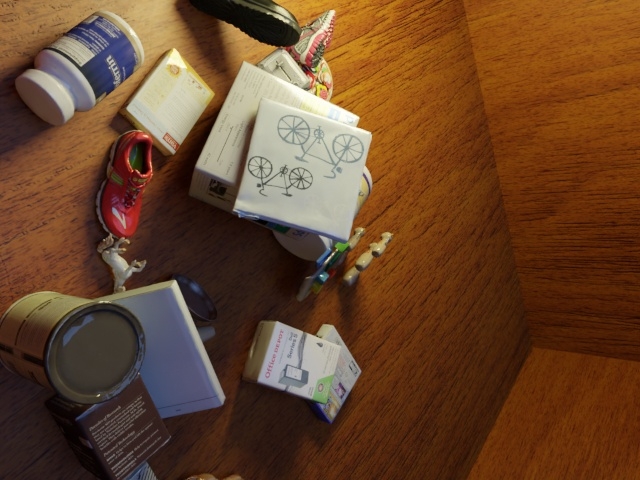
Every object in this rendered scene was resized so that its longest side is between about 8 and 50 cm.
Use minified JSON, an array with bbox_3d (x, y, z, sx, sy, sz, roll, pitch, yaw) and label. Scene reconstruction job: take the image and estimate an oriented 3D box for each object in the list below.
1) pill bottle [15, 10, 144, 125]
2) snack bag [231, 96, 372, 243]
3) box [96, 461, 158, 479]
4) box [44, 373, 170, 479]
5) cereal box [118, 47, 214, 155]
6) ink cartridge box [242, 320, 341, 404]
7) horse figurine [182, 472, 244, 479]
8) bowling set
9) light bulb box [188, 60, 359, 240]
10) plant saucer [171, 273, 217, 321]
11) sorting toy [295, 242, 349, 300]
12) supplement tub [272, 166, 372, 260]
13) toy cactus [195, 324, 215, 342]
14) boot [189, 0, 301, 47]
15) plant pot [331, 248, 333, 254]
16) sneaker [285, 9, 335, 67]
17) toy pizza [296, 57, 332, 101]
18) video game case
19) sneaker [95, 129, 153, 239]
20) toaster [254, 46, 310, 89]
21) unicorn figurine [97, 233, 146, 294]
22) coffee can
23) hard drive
[{"bbox_3d":[-0.542,-0.390,1.193,0.264,0.153,0.153,-57,130,-31],"label":"pill bottle"},{"bbox_3d":[-0.038,-0.178,1.369,0.323,0.037,0.342,15,73,-13],"label":"snack bag"},{"bbox_3d":[-0.452,0.684,1.348,0.094,0.113,0.275,-41,122,-42],"label":"box"},{"bbox_3d":[-0.499,0.427,1.243,0.167,0.168,0.203,-37,117,-41],"label":"box"},{"bbox_3d":[-0.410,-0.374,1.425,0.173,0.047,0.240,48,57,-38],"label":"cereal box"},{"bbox_3d":[-0.090,0.396,1.704,0.273,0.115,0.198,27,69,-29],"label":"ink cartridge box"},{"bbox_3d":[-0.325,0.746,1.522,0.263,0.066,0.174,40,51,-36],"label":"horse figurine"},{"bbox_3d":[0.127,0.017,1.962,0.200,0.287,0.154,42,46,-1],"label":"bowling set"},{"bbox_3d":[-0.134,-0.241,1.493,0.361,0.225,0.357,23,70,-12],"label":"light bulb box"},{"bbox_3d":[-0.353,0.163,1.444,0.029,0.168,0.168,-43,132,7],"label":"plant saucer"},{"bbox_3d":[0.011,0.115,1.741,0.047,0.347,0.196,42,59,10],"label":"sorting toy"},{"bbox_3d":[0.006,-0.120,1.762,0.241,0.241,0.331,56,51,-34],"label":"supplement tub"},{"bbox_3d":[-0.377,0.272,1.425,0.181,0.112,0.218,-13,110,-40],"label":"toy cactus"},{"bbox_3d":[-0.186,-0.747,1.527,0.348,0.131,0.260,23,72,-15],"label":"boot"},{"bbox_3d":[0.000,0.000,1.885,0.081,0.082,0.083,42,48,-41],"label":"plant pot"},{"bbox_3d":[-0.023,-0.719,1.826,0.121,0.112,0.299,101,10,-49],"label":"sneaker"},{"bbox_3d":[-0.015,-0.580,1.889,0.201,0.032,0.201,-1,91,-49],"label":"toy pizza"},{"bbox_3d":[0.022,0.488,1.927,0.244,0.061,0.269,-53,127,-35],"label":"video game case"},{"bbox_3d":[-0.475,-0.140,1.300,0.107,0.118,0.279,9,84,-48],"label":"sneaker"},{"bbox_3d":[-0.137,-0.499,1.630,0.129,0.227,0.146,-41,109,-12],"label":"toaster"},{"bbox_3d":[-0.497,0.067,1.309,0.162,0.111,0.060,61,19,-2],"label":"unicorn figurine"},{"bbox_3d":[-0.535,0.217,1.116,0.202,0.275,0.201,-2,93,-49],"label":"coffee can"},{"bbox_3d":[-0.408,0.285,1.314,0.047,0.233,0.353,-80,155,-68],"label":"hard drive"}]
